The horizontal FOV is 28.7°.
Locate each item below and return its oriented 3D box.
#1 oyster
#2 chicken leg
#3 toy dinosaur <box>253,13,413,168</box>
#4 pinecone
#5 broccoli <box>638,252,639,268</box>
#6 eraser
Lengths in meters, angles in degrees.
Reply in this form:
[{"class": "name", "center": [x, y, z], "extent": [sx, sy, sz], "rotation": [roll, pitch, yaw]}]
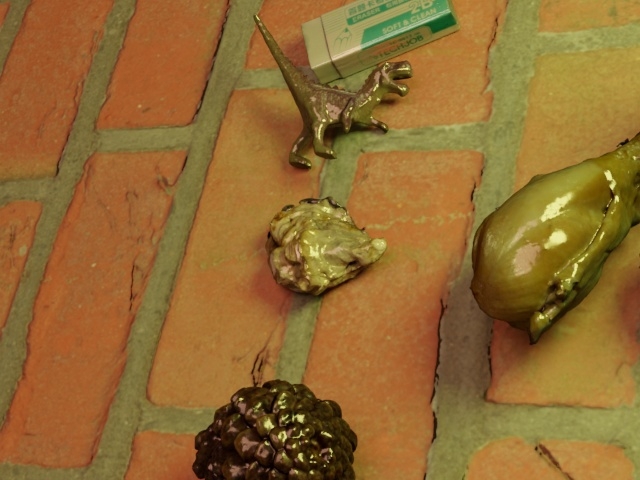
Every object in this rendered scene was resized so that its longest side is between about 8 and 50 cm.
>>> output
[{"class": "oyster", "center": [0.000, 0.000, 1.687], "extent": [0.191, 0.081, 0.163], "rotation": [-6, 55, 19]}, {"class": "chicken leg", "center": [0.347, -0.052, 1.503], "extent": [0.429, 0.201, 0.153], "rotation": [-39, 95, -11]}, {"class": "toy dinosaur", "center": [-0.004, -0.206, 1.793], "extent": [0.251, 0.072, 0.200], "rotation": [12, 77, 23]}, {"class": "pinecone", "center": [-0.058, 0.267, 1.498], "extent": [0.204, 0.179, 0.184], "rotation": [-32, 37, 39]}, {"class": "broccoli", "center": [0.486, -0.002, 1.393], "extent": [0.226, 0.176, 0.198], "rotation": [-34, 81, -14]}, {"class": "eraser", "center": [0.087, -0.317, 1.846], "extent": [0.225, 0.052, 0.096], "rotation": [-20, 57, 13]}]
